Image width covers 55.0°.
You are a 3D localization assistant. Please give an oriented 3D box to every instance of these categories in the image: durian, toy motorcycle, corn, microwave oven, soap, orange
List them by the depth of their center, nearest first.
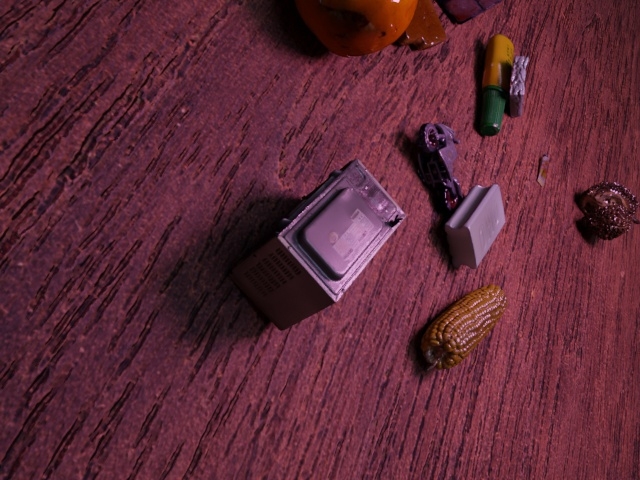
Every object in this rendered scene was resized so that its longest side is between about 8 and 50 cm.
[{"bbox_3d":[0.000,0.000,0.995,0.145,0.194,0.240,47,49,-3],"label":"microwave oven"},{"bbox_3d":[0.065,-0.478,1.175,0.246,0.246,0.246,15,68,-40],"label":"orange"},{"bbox_3d":[0.310,0.175,1.309,0.310,0.101,0.101,-30,99,-43],"label":"corn"},{"bbox_3d":[0.276,-0.175,1.403,0.122,0.080,0.215,-45,120,-43],"label":"toy motorcycle"},{"bbox_3d":[0.361,-0.037,1.426,0.198,0.066,0.119,-47,130,-41],"label":"soap"},{"bbox_3d":[0.900,-0.088,1.898,0.196,0.167,0.196,1,79,-8],"label":"durian"}]

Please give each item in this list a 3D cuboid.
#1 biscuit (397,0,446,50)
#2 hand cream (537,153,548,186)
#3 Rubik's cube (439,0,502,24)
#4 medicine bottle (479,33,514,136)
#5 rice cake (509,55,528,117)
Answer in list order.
[{"bbox_3d":[0.196,-0.554,1.460,0.301,0.043,0.278,32,55,-34],"label":"biscuit"},{"bbox_3d":[0.657,-0.209,1.813,0.035,0.022,0.102,38,59,-35],"label":"hand cream"},{"bbox_3d":[0.420,-0.830,1.545,0.344,0.344,0.337,42,54,-29],"label":"Rubik's cube"},{"bbox_3d":[0.474,-0.417,1.659,0.111,0.076,0.309,46,49,-48],"label":"medicine bottle"},{"bbox_3d":[0.541,-0.415,1.682,0.211,0.038,0.124,33,65,-71],"label":"rice cake"}]
